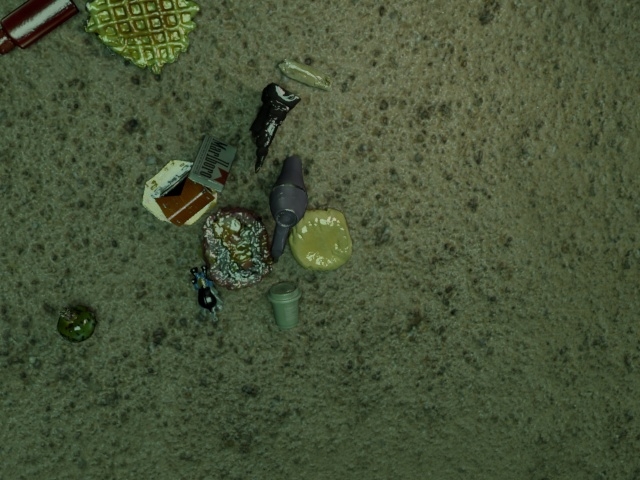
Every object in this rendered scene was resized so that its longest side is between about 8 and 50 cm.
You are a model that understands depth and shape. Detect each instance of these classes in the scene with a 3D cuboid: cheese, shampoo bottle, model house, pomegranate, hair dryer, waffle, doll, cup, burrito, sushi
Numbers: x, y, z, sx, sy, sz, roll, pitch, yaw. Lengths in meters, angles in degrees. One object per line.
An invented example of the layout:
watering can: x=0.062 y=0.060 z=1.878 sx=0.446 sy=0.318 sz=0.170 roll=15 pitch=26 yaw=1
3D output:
cheese: x=0.000 y=0.000 z=1.952 sx=0.214 sy=0.117 sz=0.226 roll=-9 pitch=108 yaw=-1
shampoo bottle: x=-0.844 y=-0.640 z=1.695 sx=0.260 sy=0.064 sz=0.102 roll=-36 pitch=106 yaw=0
model house: x=-0.454 y=-0.131 z=1.835 sx=0.219 sy=0.136 sz=0.207 roll=-37 pitch=107 yaw=0
pomegranate: x=-0.792 y=0.260 z=1.864 sx=0.122 sy=0.122 sz=0.161 roll=-21 pitch=144 yaw=-4
hair dryer: x=-0.126 y=-0.068 z=1.884 sx=0.121 sy=0.301 sz=0.361 roll=12 pitch=129 yaw=-8
waffle: x=-0.534 y=-0.674 z=1.738 sx=0.317 sy=0.073 sz=0.297 roll=30 pitch=102 yaw=-21
doll: x=-0.382 y=0.182 z=1.951 sx=0.096 sy=0.070 sz=0.195 roll=-15 pitch=97 yaw=10
cup: x=-0.117 y=0.224 z=1.984 sx=0.120 sy=0.120 sz=0.141 roll=-11 pitch=113 yaw=-7
burrito: x=-0.045 y=-0.533 z=1.861 sx=0.188 sy=0.045 sz=0.058 roll=19 pitch=91 yaw=-11
sushi: x=-0.282 y=0.020 z=1.881 sx=0.236 sy=0.171 sz=0.270 roll=-14 pitch=102 yaw=-6

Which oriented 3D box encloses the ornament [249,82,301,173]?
ornament: x=-0.167 y=-0.336 z=1.788 sx=0.106 sy=0.251 sz=0.260 roll=21 pitch=90 yaw=-14

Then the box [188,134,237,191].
box: x=-0.336 y=-0.246 z=1.823 sx=0.115 sy=0.177 sz=0.036 roll=23 pitch=141 yaw=-15
